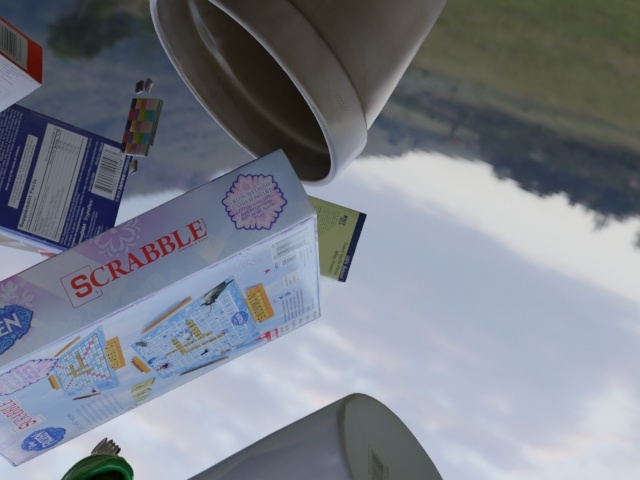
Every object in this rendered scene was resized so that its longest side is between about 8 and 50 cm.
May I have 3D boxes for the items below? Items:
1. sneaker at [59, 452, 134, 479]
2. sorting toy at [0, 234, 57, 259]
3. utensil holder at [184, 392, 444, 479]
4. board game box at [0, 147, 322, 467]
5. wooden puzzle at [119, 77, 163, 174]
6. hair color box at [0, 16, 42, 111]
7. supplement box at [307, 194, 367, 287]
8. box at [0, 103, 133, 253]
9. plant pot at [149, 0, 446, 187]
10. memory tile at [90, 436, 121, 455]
[{"bbox_3d":[-0.332,0.385,1.966,0.109,0.295,0.123,35,151,-11],"label":"sneaker"},{"bbox_3d":[-0.423,-0.030,1.998,0.307,0.041,0.229,12,159,3],"label":"sorting toy"},{"bbox_3d":[-0.048,0.397,1.806,0.327,0.385,0.327,52,-161,-26],"label":"utensil holder"},{"bbox_3d":[-0.154,0.068,1.296,0.066,0.318,0.318,62,172,15],"label":"board game box"},{"bbox_3d":[-0.151,-0.096,1.318,0.006,0.083,0.049,15,178,-33],"label":"wooden puzzle"},{"bbox_3d":[-0.341,-0.141,1.403,0.093,0.167,0.053,38,-148,-42],"label":"hair color box"},{"bbox_3d":[0.000,0.000,1.761,0.083,0.083,0.056,18,171,1],"label":"supplement box"},{"bbox_3d":[-0.319,-0.072,1.665,0.225,0.136,0.036,21,163,-26],"label":"box"},{"bbox_3d":[-0.002,-0.274,1.937,0.323,0.280,0.323,42,163,16],"label":"plant pot"},{"bbox_3d":[-0.349,0.345,2.363,0.012,0.113,0.148,45,168,-9],"label":"memory tile"}]
